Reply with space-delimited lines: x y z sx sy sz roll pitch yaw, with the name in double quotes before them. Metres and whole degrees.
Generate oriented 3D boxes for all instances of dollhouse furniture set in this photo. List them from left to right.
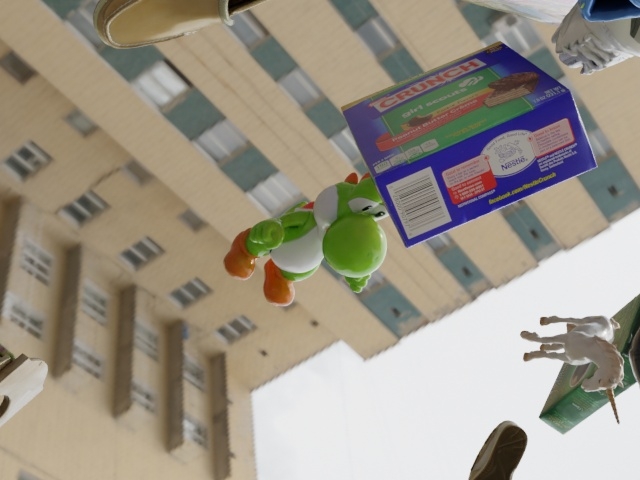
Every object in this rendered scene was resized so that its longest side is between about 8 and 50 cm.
"dollhouse furniture set" -0.330 0.058 0.780 0.182 0.161 0.101 36 -119 21

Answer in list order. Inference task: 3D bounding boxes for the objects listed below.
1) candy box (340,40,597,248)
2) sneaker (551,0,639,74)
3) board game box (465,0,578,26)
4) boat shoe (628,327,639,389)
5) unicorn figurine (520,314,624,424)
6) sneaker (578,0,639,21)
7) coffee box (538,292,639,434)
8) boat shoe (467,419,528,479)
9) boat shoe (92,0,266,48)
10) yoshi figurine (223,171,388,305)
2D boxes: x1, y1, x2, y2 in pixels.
"candy box" 0.189 -0.146 1.327 0.268 0.122 0.317 -23 -157 3
"sneaker" 0.363 -0.256 1.201 0.129 0.111 0.297 -44 -174 17
"board game box" 0.384 -0.397 1.531 0.318 0.317 0.066 -151 -109 -67
"boat shoe" 0.292 0.066 0.420 0.302 0.091 0.114 -7 -109 30
"unicorn figurine" 0.266 0.111 0.989 0.111 0.060 0.162 -1 -152 33
"sneaker" 0.333 -0.273 0.882 0.240 0.091 0.126 -30 -144 46
"coffee box" 0.330 0.142 1.118 0.113 0.040 0.184 -54 177 -39
"boat shoe" 0.208 0.280 1.171 0.135 0.050 0.045 -60 -175 7
"boat shoe" -0.094 -0.204 0.793 0.190 0.068 0.072 -29 -128 -5
"yoshi figurine" -0.009 0.018 1.716 0.362 0.203 0.203 -30 174 40
